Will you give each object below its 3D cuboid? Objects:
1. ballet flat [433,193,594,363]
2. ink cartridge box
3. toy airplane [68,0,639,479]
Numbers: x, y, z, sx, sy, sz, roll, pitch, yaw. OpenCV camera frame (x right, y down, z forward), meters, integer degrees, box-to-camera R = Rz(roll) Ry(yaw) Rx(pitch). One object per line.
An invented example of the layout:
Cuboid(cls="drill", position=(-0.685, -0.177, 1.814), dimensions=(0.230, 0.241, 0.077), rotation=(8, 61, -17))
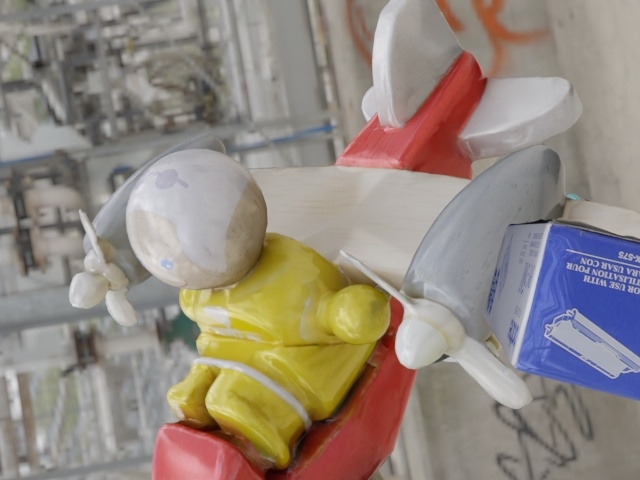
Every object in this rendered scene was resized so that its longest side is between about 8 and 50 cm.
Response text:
Cuboid(cls="ballet flat", position=(0.152, 0.059, 1.167), dimensions=(0.096, 0.280, 0.095), rotation=(42, -140, -24))
Cuboid(cls="ink cartridge box", position=(0.112, 0.025, 0.455), dimensions=(0.207, 0.097, 0.046), rotation=(0, -76, -85))
Cuboid(cls="toy airplane", position=(0.000, 0.000, 0.853), dimensions=(0.272, 0.386, 0.384), rotation=(29, -149, -39))
